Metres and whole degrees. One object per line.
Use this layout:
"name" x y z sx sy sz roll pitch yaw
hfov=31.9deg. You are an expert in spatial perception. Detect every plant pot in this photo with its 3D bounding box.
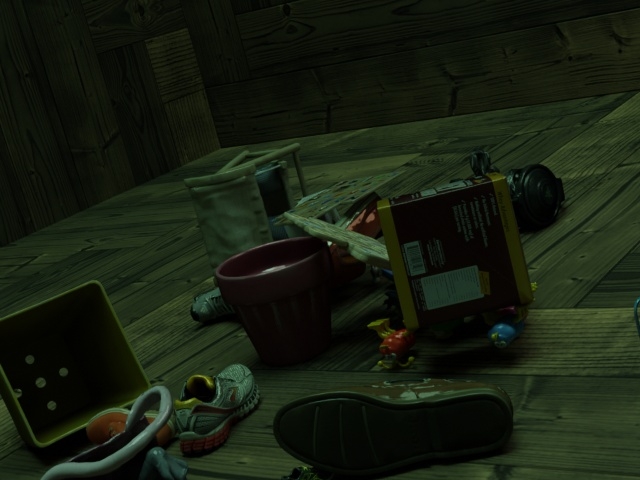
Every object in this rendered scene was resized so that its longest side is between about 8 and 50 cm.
"plant pot" -0.443 0.220 1.858 0.212 0.212 0.187 -24 -5 -34
"plant pot" -0.063 0.110 1.933 0.201 0.180 0.201 -13 14 3

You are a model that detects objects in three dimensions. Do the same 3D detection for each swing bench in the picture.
"swing bench" -0.146 -0.060 2.525 0.165 0.253 0.255 -5 18 34

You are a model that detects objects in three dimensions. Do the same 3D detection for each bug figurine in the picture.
"bug figurine" 0.227 0.135 1.765 0.279 0.072 0.216 -11 8 35

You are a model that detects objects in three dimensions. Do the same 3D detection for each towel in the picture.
"towel" 0.167 0.089 1.837 0.067 0.029 0.119 -17 6 -27

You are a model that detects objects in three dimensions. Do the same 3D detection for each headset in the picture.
"headset" 0.369 -0.107 2.323 0.244 0.185 0.394 -10 3 19

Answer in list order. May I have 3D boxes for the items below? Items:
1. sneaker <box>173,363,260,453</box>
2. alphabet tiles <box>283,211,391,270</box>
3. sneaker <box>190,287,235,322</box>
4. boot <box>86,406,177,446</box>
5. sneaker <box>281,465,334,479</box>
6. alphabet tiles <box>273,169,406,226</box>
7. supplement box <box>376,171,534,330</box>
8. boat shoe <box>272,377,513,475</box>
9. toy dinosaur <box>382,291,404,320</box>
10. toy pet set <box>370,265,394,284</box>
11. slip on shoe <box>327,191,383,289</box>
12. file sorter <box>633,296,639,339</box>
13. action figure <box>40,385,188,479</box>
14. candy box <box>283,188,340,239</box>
"sneaker" -0.158 0.238 1.716 0.088 0.092 0.225 -10 14 17
"alphabet tiles" 0.080 0.015 1.923 0.278 0.021 0.284 19 6 -23
"sneaker" -0.190 0.132 2.210 0.132 0.086 0.229 -22 5 -8
"boot" -0.305 0.299 1.709 0.158 0.059 0.084 -6 21 26
"sneaker" -0.016 0.303 1.434 0.083 0.035 0.031 -26 18 -37
"alphabet tiles" 0.027 -0.081 2.204 0.237 0.009 0.198 -31 16 -37
"supplement box" 0.201 0.013 1.690 0.194 0.191 0.129 -14 6 4
"boat shoe" 0.096 0.237 1.457 0.308 0.110 0.104 -1 8 7
"toy dinosaur" 0.189 0.093 1.993 0.118 0.064 0.268 15 29 35
"toy pet set" 0.160 0.062 2.189 0.122 0.065 0.114 -12 -21 1
"slip on shoe" 0.036 0.041 2.151 0.331 0.101 0.123 -49 -5 -27
"file sorter" 0.511 0.116 1.456 0.105 0.118 0.170 -27 18 -31
"action figure" -0.347 0.327 1.253 0.370 0.275 0.248 1 22 7
"candy box" 0.000 0.000 2.316 0.070 0.164 0.196 -19 12 16
